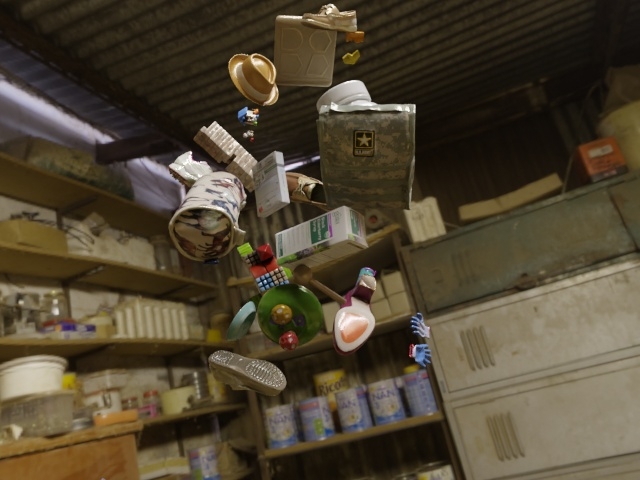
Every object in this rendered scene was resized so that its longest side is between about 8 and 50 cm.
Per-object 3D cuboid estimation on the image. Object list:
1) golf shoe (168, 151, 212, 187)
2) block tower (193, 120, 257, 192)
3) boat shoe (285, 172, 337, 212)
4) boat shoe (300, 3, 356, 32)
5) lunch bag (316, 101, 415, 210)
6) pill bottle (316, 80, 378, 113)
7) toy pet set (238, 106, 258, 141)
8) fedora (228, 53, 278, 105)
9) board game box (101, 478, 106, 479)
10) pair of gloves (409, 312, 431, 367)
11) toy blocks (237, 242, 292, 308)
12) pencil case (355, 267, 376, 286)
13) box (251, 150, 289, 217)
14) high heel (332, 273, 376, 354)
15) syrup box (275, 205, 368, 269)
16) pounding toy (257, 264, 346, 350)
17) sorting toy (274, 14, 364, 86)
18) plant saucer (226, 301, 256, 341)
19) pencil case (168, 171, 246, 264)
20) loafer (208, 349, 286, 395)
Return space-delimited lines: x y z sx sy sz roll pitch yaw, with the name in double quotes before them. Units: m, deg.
"golf shoe" -0.482 -0.252 2.177 0.140 0.306 0.115 -55 8 -19
"block tower" -0.388 -0.369 2.271 0.335 0.097 0.091 42 -38 -14
"boat shoe" -0.046 -0.204 2.102 0.323 0.123 0.120 15 -4 3
"boat shoe" 0.022 -0.544 1.265 0.170 0.059 0.063 -14 27 -42
"lunch bag" 0.121 -0.219 1.320 0.235 0.169 0.287 2 -38 10
"pill bottle" 0.147 -0.339 1.816 0.224 0.392 0.224 -23 -10 -4
"toy pet set" -0.279 -0.456 1.969 0.065 0.114 0.122 7 -45 -15
"fedora" -0.196 -0.524 1.646 0.194 0.194 0.079 2 -25 -41
"board game box" -0.586 0.715 1.350 0.039 0.160 0.211 41 -32 -15
"pair of gloves" 0.385 0.381 1.989 0.023 0.198 0.159 -9 -27 35
"toy blocks" -0.169 0.164 1.850 0.190 0.382 0.261 -26 -2 -12
"pencil case" 0.189 0.194 2.256 0.070 0.152 0.064 9 -29 18
"box" -0.173 -0.191 1.780 0.038 0.186 0.145 6 -22 -41
"high heel" 0.099 0.276 1.674 0.377 0.127 0.181 -54 -11 -56
"syrup box" 0.000 0.000 1.354 0.236 0.093 0.096 -21 -27 34
"pounding toy" -0.070 0.200 1.376 0.237 0.183 0.110 -46 7 16
"sorting toy" -0.009 -0.659 1.819 0.307 0.041 0.229 -1 -57 -10
"plant saucer" -0.199 0.215 1.341 0.119 0.021 0.119 -55 -15 -22
"pencil case" -0.297 -0.078 1.460 0.183 0.160 0.410 21 17 -12
"loafer" -0.232 0.431 1.648 0.268 0.092 0.102 17 27 20
